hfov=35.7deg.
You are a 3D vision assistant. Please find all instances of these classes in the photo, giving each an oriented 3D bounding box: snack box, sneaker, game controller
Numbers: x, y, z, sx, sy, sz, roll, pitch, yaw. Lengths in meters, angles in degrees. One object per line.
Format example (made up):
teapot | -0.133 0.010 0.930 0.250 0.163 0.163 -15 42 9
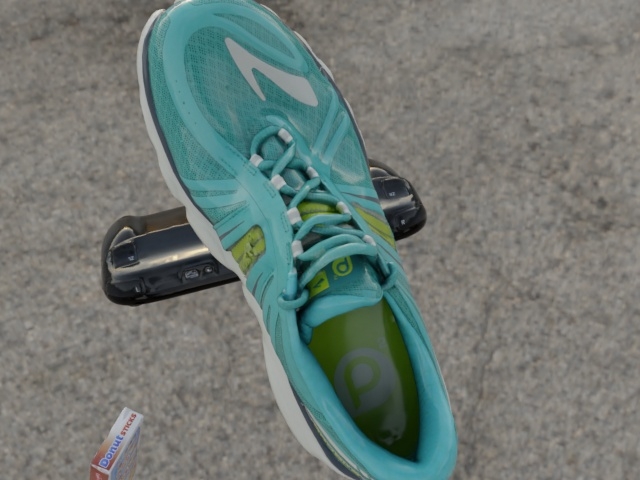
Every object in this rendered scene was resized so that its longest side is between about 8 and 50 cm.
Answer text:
snack box | -0.196 0.228 0.943 0.022 0.178 0.064 25 51 5
sneaker | 0.000 0.000 0.491 0.107 0.110 0.275 -27 96 -9
game controller | -0.060 -0.012 0.984 0.319 0.067 0.166 -13 16 -8
